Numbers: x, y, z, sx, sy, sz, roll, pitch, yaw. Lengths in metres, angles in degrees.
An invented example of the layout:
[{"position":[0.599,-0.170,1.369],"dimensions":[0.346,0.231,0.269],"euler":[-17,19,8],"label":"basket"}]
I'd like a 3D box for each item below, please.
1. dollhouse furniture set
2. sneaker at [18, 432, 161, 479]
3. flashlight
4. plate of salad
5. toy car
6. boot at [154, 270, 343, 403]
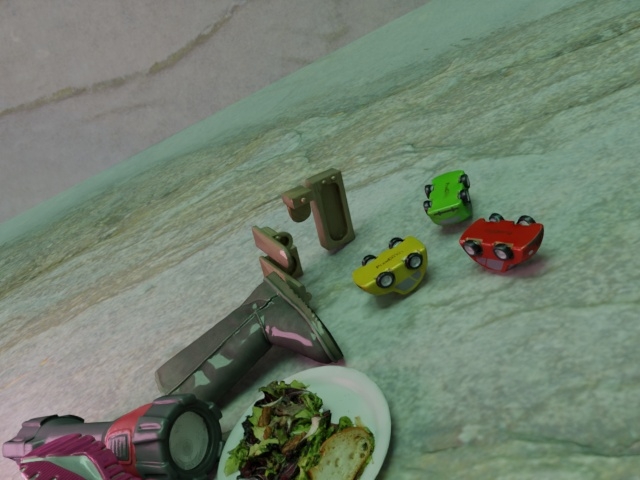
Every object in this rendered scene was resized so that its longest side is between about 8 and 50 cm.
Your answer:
[{"position":[0.000,0.000,0.903],"dimensions":[0.151,0.144,0.123],"euler":[-25,29,-22],"label":"dollhouse furniture set"},{"position":[-0.199,0.296,0.634],"dimensions":[0.252,0.111,0.103],"euler":[21,25,34],"label":"sneaker"},{"position":[-0.251,0.245,0.772],"dimensions":[0.304,0.103,0.103],"euler":[-15,26,37],"label":"flashlight"},{"position":[-0.025,0.203,0.649],"dimensions":[0.200,0.048,0.199],"euler":[-22,34,16],"label":"plate of salad"},{"position":[0.170,-0.016,0.831],"dimensions":[0.239,0.053,0.225],"euler":[-16,30,25],"label":"toy car"},{"position":[-0.095,0.151,0.790],"dimensions":[0.208,0.076,0.190],"euler":[-38,37,-11],"label":"boot"}]
